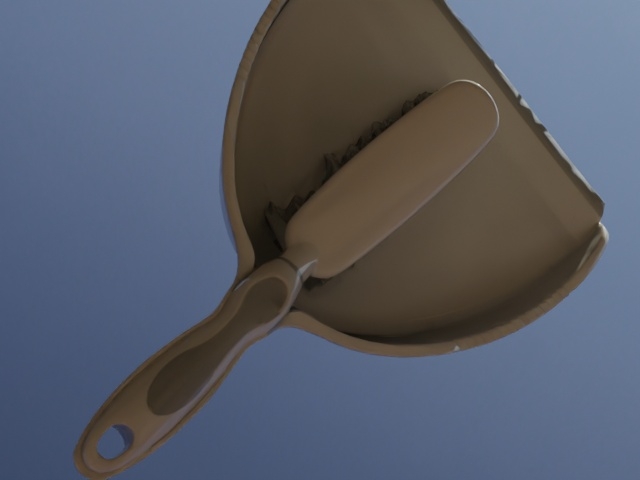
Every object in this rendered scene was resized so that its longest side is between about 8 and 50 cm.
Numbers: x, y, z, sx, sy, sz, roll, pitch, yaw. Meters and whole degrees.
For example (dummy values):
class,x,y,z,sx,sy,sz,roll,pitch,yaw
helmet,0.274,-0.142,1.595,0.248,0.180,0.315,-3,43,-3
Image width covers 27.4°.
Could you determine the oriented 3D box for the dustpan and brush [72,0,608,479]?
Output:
class,x,y,z,sx,sy,sz,roll,pitch,yaw
dustpan and brush,0.000,0.000,0.419,0.211,0.060,0.147,-42,-82,-19
